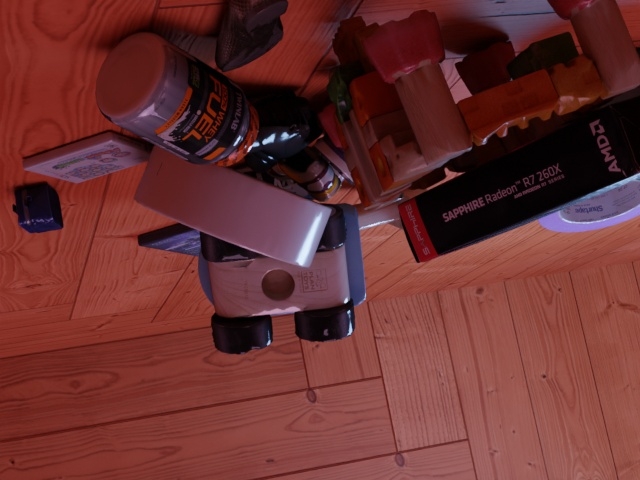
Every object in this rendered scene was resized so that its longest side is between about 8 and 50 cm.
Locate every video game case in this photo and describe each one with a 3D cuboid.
[{"bbox_3d":[-0.345,-0.124,1.819,0.157,0.019,0.143,-15,168,20],"label":"video game case"},{"bbox_3d":[-0.224,-0.009,2.495,0.196,0.026,0.274,-16,167,22],"label":"video game case"}]

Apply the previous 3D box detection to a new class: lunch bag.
[{"bbox_3d":[-0.462,-0.049,1.948,0.065,0.067,0.098,-11,168,0],"label":"lunch bag"}]

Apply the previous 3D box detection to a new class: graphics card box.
[{"bbox_3d":[0.303,-0.086,1.533,0.233,0.094,0.371,-18,176,-41],"label":"graphics card box"}]

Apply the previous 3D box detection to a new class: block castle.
[{"bbox_3d":[0.168,-0.200,1.478,0.303,0.213,0.453,-21,177,-9],"label":"block castle"}]

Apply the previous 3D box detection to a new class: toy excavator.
[{"bbox_3d":[0.000,0.000,2.194,0.433,0.222,0.445,-7,-161,1],"label":"toy excavator"}]

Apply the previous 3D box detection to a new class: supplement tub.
[{"bbox_3d":[-0.167,-0.163,1.450,0.117,0.117,0.190,-18,153,32],"label":"supplement tub"}]

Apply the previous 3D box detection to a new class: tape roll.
[{"bbox_3d":[0.560,-0.115,2.418,0.275,0.090,0.275,-9,157,-4],"label":"tape roll"},{"bbox_3d":[-0.131,-0.055,1.813,0.286,0.100,0.286,22,-178,-1],"label":"tape roll"}]

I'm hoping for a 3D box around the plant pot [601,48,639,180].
[{"bbox_3d":[0.482,-0.199,1.871,0.234,0.165,0.166,5,158,-22],"label":"plant pot"}]

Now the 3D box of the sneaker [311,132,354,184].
[{"bbox_3d":[0.069,-0.156,1.843,0.124,0.107,0.283,-47,-176,5],"label":"sneaker"}]

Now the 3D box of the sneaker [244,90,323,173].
[{"bbox_3d":[-0.085,-0.169,1.685,0.130,0.109,0.286,-22,175,17],"label":"sneaker"}]

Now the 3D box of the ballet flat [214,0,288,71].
[{"bbox_3d":[-0.085,-0.251,1.375,0.084,0.058,0.250,-31,178,-10],"label":"ballet flat"}]

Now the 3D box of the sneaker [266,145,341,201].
[{"bbox_3d":[-0.044,-0.129,1.868,0.185,0.069,0.084,29,163,43],"label":"sneaker"}]

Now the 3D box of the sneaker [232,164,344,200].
[{"bbox_3d":[-0.066,-0.100,2.030,0.237,0.085,0.086,-14,179,11],"label":"sneaker"}]
